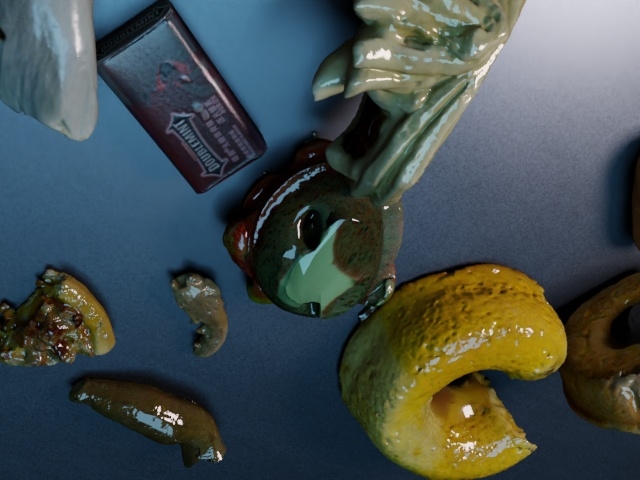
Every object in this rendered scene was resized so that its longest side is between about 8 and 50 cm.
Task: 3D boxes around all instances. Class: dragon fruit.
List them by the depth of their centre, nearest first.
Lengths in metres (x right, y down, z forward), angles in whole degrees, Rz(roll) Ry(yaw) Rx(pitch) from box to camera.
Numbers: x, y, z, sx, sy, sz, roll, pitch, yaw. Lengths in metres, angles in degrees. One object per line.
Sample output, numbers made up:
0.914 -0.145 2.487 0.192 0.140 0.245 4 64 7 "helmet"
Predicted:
0.000 0.000 1.057 0.268 0.130 0.295 21 114 -36 "dragon fruit"

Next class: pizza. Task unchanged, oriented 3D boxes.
-0.401 0.134 1.037 0.193 0.069 0.154 -25 129 -3 "pizza"

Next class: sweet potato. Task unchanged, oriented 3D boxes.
-0.268 0.294 1.188 0.285 0.085 0.112 30 114 -33 "sweet potato"

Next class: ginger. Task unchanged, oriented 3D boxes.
-0.177 0.115 1.117 0.069 0.051 0.174 -14 125 -6 "ginger"

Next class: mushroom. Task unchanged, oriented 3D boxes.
-0.274 -0.279 0.761 0.159 0.122 0.329 16 115 -19 "mushroom"

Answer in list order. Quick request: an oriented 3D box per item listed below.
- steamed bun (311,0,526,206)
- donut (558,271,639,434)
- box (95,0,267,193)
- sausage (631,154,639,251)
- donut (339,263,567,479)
0.118 -0.243 0.841 0.189 0.247 0.428 29 99 -13 "steamed bun"
0.572 0.190 1.290 0.299 0.317 0.150 -7 123 39 "donut"
-0.170 -0.171 0.909 0.120 0.069 0.224 -31 130 3 "box"
0.591 -0.062 1.219 0.120 0.136 0.241 -23 133 -11 "sausage"
0.230 0.262 1.294 0.377 0.163 0.435 -6 125 -15 "donut"
